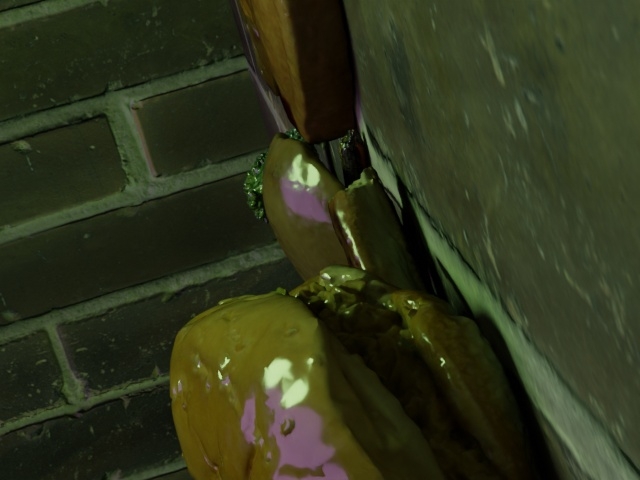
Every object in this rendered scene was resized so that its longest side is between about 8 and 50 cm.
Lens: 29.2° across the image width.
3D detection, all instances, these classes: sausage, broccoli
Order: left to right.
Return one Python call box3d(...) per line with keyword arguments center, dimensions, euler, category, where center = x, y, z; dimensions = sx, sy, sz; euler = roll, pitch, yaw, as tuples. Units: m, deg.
box3d(center=(-0.010, -0.047, 1.414), dimensions=(0.204, 0.122, 0.118), euler=(47, 173, 50), category="broccoli")
box3d(center=(0.037, -0.035, 1.126), dimensions=(0.198, 0.025, 0.028), euler=(79, 179, -55), category="sausage")

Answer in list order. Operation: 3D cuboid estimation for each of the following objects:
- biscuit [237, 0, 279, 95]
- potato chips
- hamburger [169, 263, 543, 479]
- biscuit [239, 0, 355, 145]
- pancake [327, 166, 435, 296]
box3d(center=(-0.099, -0.363, 1.621), dimensions=(0.359, 0.046, 0.359), euler=(163, 90, -88), category="biscuit")
box3d(center=(-0.001, 0.000, 1.146), dimensions=(0.195, 0.062, 0.208), euler=(48, 164, 25), category="potato chips")
box3d(center=(0.025, 0.164, 0.775), dimensions=(0.318, 0.158, 0.318), euler=(47, 150, 39), category="hamburger")
box3d(center=(-0.061, -0.308, 1.106), dimensions=(0.455, 0.078, 0.349), euler=(-110, 8, -47), category="biscuit")
box3d(center=(0.063, 0.073, 0.952), dimensions=(0.244, 0.057, 0.266), euler=(-137, 30, -85), category="pancake")
